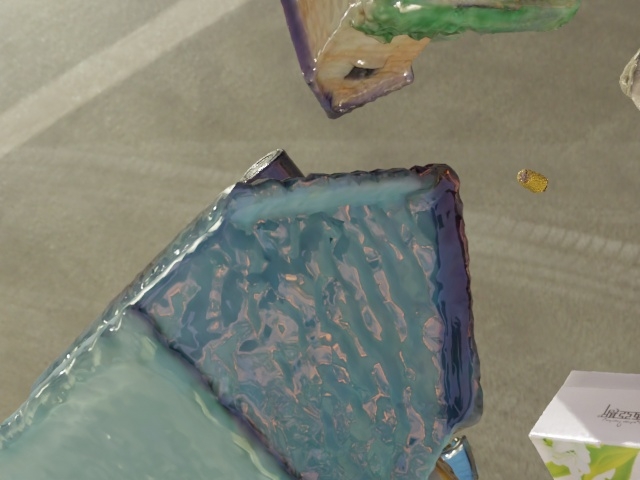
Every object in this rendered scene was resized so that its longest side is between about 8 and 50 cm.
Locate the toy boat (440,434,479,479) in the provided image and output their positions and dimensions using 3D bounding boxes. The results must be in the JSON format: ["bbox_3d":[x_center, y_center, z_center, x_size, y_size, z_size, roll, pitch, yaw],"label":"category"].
[{"bbox_3d":[0.136,0.252,1.139,0.075,0.185,0.077,-18,79,-4],"label":"toy boat"}]

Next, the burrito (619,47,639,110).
[{"bbox_3d":[0.476,-0.280,1.279,0.058,0.229,0.063,35,35,9],"label":"burrito"}]

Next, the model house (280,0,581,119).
[{"bbox_3d":[0.102,-0.292,1.168,0.312,0.280,0.245,-7,68,-31],"label":"model house"}]

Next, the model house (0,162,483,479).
[{"bbox_3d":[-0.026,0.102,0.559,0.230,0.280,0.249,49,41,-4],"label":"model house"}]

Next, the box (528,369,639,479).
[{"bbox_3d":[0.360,0.261,0.966,0.194,0.260,0.111,-7,33,51],"label":"box"}]

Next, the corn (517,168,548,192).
[{"bbox_3d":[0.281,-0.078,1.268,0.028,0.083,0.027,14,92,28],"label":"corn"}]

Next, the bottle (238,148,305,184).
[{"bbox_3d":[0.000,0.000,1.182,0.072,0.244,0.082,-31,15,28],"label":"bottle"}]
